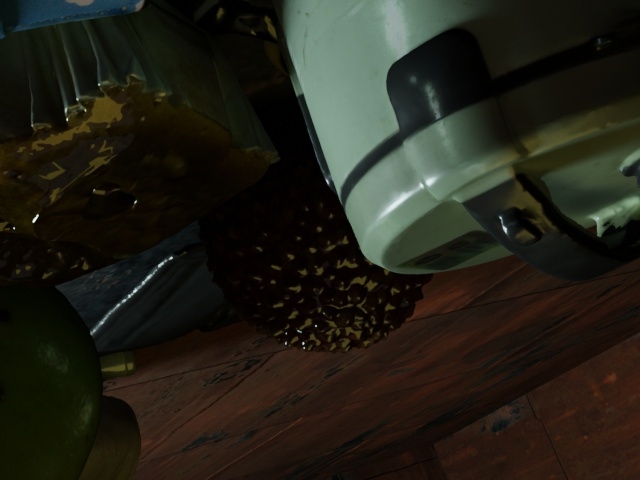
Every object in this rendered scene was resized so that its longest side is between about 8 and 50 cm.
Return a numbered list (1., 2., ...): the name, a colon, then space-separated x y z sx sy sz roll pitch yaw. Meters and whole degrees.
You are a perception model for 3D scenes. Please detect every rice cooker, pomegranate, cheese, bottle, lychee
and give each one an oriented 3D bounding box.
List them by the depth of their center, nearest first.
1. rice cooker: 0.094 -0.095 0.597 0.226 0.244 0.226 -20 164 -6
2. cheese: -0.013 -0.128 0.723 0.086 0.036 0.162 -31 161 36
3. pomegranate: -0.285 0.107 0.783 0.260 0.260 0.340 -23 160 4
4. lychee: 0.000 0.000 0.907 0.188 0.188 0.188 -20 163 -6
5. bottle: -0.243 0.124 1.217 0.101 0.047 0.063 -11 139 -19

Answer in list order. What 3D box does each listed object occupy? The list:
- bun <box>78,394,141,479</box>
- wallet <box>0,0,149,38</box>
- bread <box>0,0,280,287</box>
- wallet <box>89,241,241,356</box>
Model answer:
1. bun: -0.310 0.235 1.219 0.273 0.168 0.273 -7 167 -2
2. wallet: -0.171 -0.127 0.489 0.202 0.059 0.141 -19 157 -16
3. bread: -0.143 -0.052 0.670 0.192 0.109 0.210 -27 163 13
4. wallet: -0.075 0.040 1.162 0.323 0.041 0.247 -10 161 -44
